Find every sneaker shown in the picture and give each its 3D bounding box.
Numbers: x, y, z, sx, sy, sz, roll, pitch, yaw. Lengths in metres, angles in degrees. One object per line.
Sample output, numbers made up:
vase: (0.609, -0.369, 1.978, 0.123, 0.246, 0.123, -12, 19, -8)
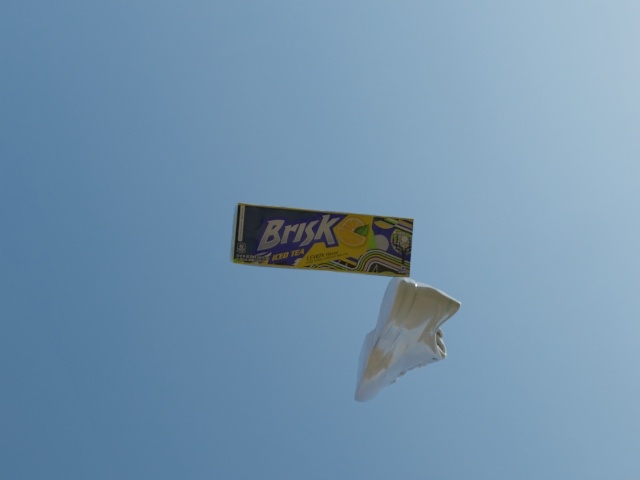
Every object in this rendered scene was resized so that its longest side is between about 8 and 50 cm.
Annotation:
sneaker: (0.101, 0.133, 1.001, 0.094, 0.212, 0.080, 14, -134, -6)

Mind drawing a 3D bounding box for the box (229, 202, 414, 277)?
box: (0.000, 0.000, 0.800, 0.169, 0.054, 0.059, 5, -91, -8)
